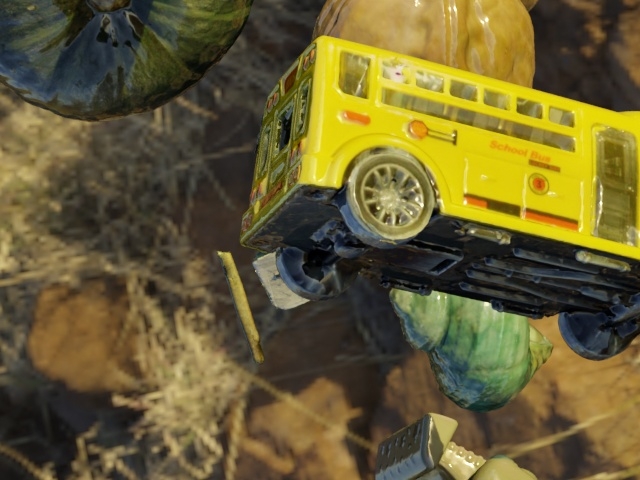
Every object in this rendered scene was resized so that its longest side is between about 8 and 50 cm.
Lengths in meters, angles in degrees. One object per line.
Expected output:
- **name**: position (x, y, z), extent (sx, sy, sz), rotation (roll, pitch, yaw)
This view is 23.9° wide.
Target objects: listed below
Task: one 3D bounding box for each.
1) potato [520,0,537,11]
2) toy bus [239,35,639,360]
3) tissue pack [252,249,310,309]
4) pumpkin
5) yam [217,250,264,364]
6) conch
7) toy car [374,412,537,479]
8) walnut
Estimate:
- **potato**: position (0.248, -0.396, 2.122), extent (0.234, 0.146, 0.150), rotation (72, -154, -64)
- **toy bus**: position (0.123, -0.025, 1.024), extent (0.144, 0.330, 0.152), rotation (139, 140, -61)
- **tissue pack**: position (0.001, -0.001, 1.792), extent (0.103, 0.170, 0.090), rotation (-17, 113, 31)
- **pumpkin**: position (-0.210, -0.264, 1.425), extent (0.207, 0.300, 0.300), rotation (-111, 32, -57)
- **yam**: position (-0.067, 0.058, 1.310), extent (0.014, 0.014, 0.107), rotation (-1, 111, 52)
- **conch**: position (0.150, 0.087, 1.488), extent (0.122, 0.188, 0.176), rotation (-26, 41, 9)
- **toy car**: position (0.115, 0.398, 1.744), extent (0.226, 0.336, 0.242), rotation (37, 152, -5)
- **walnut**: position (0.131, -0.229, 1.995), extent (0.306, 0.306, 0.344), rotation (39, 139, 41)
